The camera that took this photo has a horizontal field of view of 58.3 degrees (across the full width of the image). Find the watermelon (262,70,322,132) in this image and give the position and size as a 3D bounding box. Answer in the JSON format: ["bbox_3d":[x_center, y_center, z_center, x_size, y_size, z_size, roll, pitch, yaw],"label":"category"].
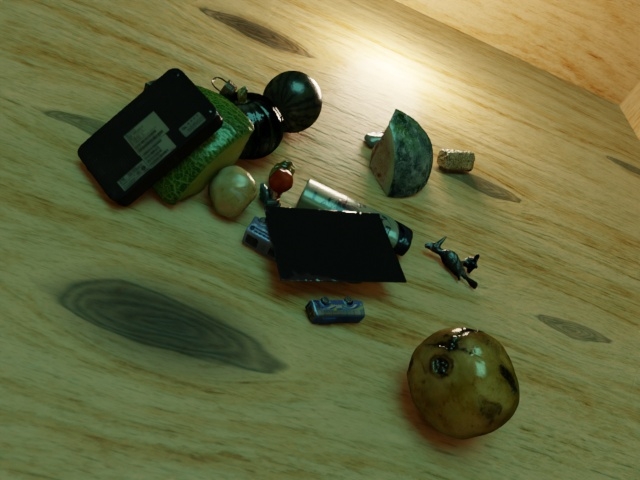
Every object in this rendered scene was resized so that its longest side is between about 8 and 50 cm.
[{"bbox_3d":[-0.095,-0.469,1.941,0.212,0.212,0.212,16,42,-15],"label":"watermelon"}]

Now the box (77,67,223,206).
[{"bbox_3d":[-0.438,-0.268,1.476,0.350,0.058,0.211,-42,72,-2],"label":"box"}]

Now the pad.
[{"bbox_3d":[0.040,0.011,1.551,0.367,0.007,0.248,2,52,-25],"label":"pad"}]

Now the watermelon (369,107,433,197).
[{"bbox_3d":[0.269,-0.269,2.030,0.320,0.213,0.290,42,62,-48],"label":"watermelon"}]

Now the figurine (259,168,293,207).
[{"bbox_3d":[-0.128,-0.154,1.645,0.075,0.140,0.068,0,51,-32],"label":"figurine"}]

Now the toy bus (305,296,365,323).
[{"bbox_3d":[0.039,0.180,1.465,0.153,0.051,0.061,3,52,-28],"label":"toy bus"}]

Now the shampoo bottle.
[{"bbox_3d":[0.108,-0.073,1.747,0.359,0.078,0.134,25,36,-5],"label":"shampoo bottle"}]

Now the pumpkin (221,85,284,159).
[{"bbox_3d":[-0.233,-0.363,1.751,0.249,0.216,0.250,0,33,0],"label":"pumpkin"}]

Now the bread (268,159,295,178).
[{"bbox_3d":[-0.121,-0.203,1.764,0.066,0.060,0.110,51,37,-20],"label":"bread"}]

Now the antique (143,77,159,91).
[{"bbox_3d":[-0.459,-0.420,1.769,0.183,0.088,0.086,36,40,10],"label":"antique"}]

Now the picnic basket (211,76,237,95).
[{"bbox_3d":[-0.334,-0.526,1.964,0.083,0.072,0.072,37,39,-11],"label":"picnic basket"}]

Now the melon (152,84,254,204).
[{"bbox_3d":[-0.404,-0.297,1.616,0.343,0.226,0.331,39,83,9],"label":"melon"}]

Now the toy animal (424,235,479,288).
[{"bbox_3d":[0.415,0.062,1.795,0.202,0.070,0.105,34,59,0],"label":"toy animal"}]

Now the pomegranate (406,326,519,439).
[{"bbox_3d":[0.332,0.331,1.343,0.260,0.260,0.260,16,42,-15],"label":"pomegranate"}]

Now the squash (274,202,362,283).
[{"bbox_3d":[0.000,0.001,1.605,0.331,0.087,0.087,39,41,13],"label":"squash"}]

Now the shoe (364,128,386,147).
[{"bbox_3d":[0.251,-0.396,2.166,0.195,0.078,0.079,-7,52,-40],"label":"shoe"}]

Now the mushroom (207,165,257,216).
[{"bbox_3d":[-0.243,-0.135,1.578,0.148,0.112,0.148,-3,73,11],"label":"mushroom"}]

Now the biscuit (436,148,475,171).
[{"bbox_3d":[0.531,-0.313,2.244,0.168,0.082,0.070,-2,24,-31],"label":"biscuit"}]

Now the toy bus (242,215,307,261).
[{"bbox_3d":[-0.121,0.009,1.532,0.167,0.073,0.076,29,43,4],"label":"toy bus"}]
